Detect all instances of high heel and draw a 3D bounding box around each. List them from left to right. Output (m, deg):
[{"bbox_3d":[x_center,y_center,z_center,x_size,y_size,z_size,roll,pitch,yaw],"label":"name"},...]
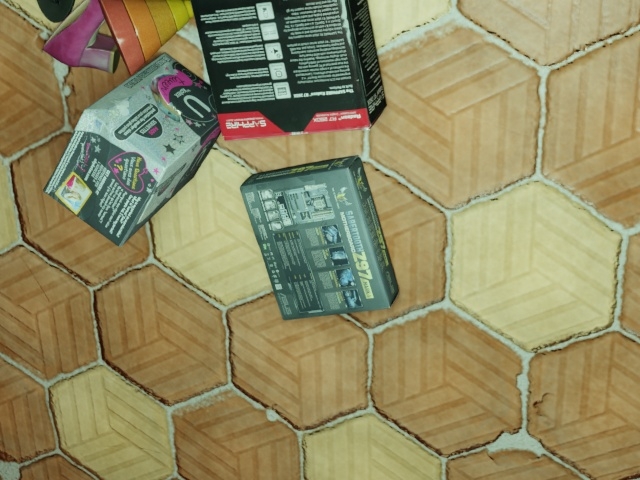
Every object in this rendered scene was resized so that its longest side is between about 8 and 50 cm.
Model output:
[{"bbox_3d":[-0.342,-0.358,1.629,0.117,0.082,0.244,15,134,1],"label":"high heel"}]

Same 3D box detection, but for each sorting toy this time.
[{"bbox_3d":[-0.250,-0.389,1.471,0.126,0.127,0.366,-21,136,-9],"label":"sorting toy"}]

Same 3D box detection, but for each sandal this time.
[{"bbox_3d":[-0.388,-0.403,1.646,0.067,0.040,0.179,24,122,7],"label":"sandal"}]

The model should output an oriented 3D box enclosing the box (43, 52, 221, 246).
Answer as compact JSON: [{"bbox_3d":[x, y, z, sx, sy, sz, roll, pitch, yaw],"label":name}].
[{"bbox_3d":[-0.251,-0.135,1.608,0.142,0.247,0.163,36,123,-1],"label":"box"}]

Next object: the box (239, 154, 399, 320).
[{"bbox_3d":[0.000,0.000,1.690,0.183,0.059,0.233,-9,112,25],"label":"box"}]

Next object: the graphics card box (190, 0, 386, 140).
[{"bbox_3d":[-0.058,-0.328,1.523,0.232,0.094,0.371,-2,116,23],"label":"graphics card box"}]
